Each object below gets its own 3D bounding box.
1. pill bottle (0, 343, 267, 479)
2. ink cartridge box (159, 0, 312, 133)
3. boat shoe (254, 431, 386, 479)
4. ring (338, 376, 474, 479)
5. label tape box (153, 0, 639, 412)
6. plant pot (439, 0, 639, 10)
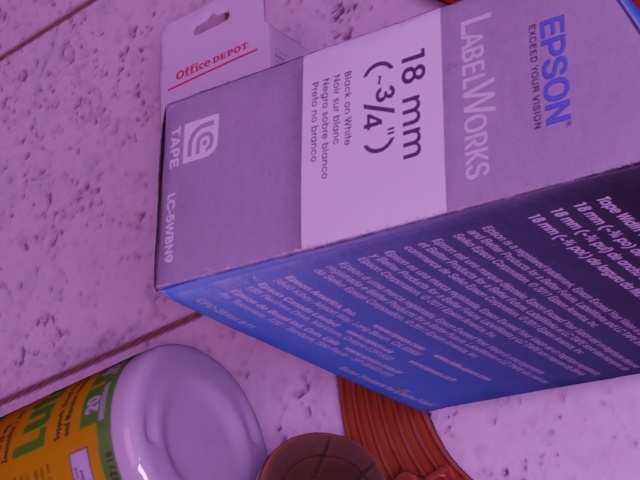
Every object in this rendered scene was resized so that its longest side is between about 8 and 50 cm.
[{"bbox_3d":[-0.168,0.171,0.864,0.245,0.136,0.136,-25,59,28],"label":"pill bottle"},{"bbox_3d":[-0.058,-0.083,0.928,0.104,0.060,0.180,-19,62,32],"label":"ink cartridge box"},{"bbox_3d":[-0.006,0.267,0.739,0.098,0.109,0.302,124,146,-63],"label":"boat shoe"},{"bbox_3d":[0.143,0.047,0.743,0.336,0.032,0.337,-15,63,33],"label":"ring"},{"bbox_3d":[0.127,-0.017,0.604,0.333,0.240,0.106,-14,63,32],"label":"label tape box"},{"bbox_3d":[0.120,-0.299,0.761,0.236,0.267,0.267,-47,49,-8],"label":"plant pot"}]
